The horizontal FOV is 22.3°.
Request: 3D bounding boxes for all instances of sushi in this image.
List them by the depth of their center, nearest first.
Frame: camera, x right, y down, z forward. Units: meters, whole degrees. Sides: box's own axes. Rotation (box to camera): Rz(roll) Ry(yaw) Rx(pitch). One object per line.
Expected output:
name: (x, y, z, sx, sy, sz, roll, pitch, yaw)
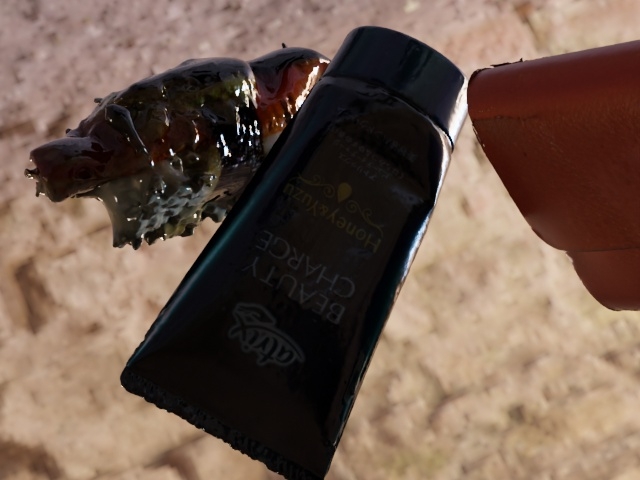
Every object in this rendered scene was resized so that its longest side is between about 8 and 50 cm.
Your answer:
sushi: (-0.083, -0.055, 0.978, 0.226, 0.103, 0.097, -19, -177, -42)

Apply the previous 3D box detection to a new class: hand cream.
hand cream: (0.000, 0.000, 0.906, 0.270, 0.120, 0.061, -62, -174, -28)

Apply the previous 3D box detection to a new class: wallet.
wallet: (0.164, -0.025, 0.669, 0.045, 0.142, 0.204, -47, -157, -27)
